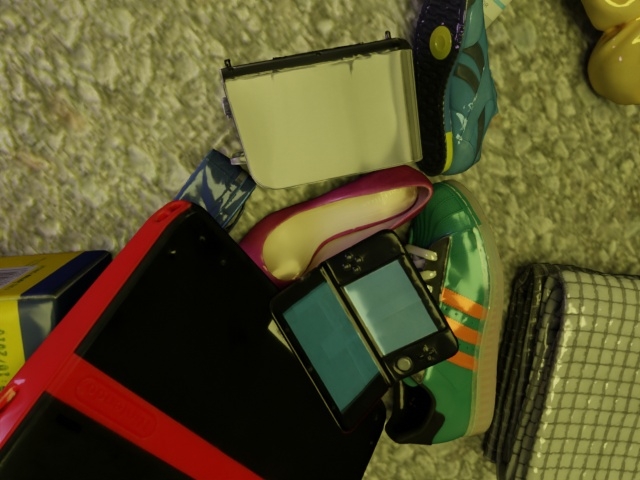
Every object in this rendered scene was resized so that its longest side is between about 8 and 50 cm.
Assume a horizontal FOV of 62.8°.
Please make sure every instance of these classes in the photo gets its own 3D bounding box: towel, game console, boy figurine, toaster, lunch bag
[{"bbox_3d":[0.334,0.176,0.626,0.235,0.121,0.283,8,96,-12],"label":"towel"},{"bbox_3d":[-0.100,0.210,0.460,0.386,0.060,0.342,52,55,-36],"label":"game console"},{"bbox_3d":[0.347,-0.293,0.563,0.177,0.092,0.285,-9,101,-8],"label":"boy figurine"},{"bbox_3d":[0.046,0.081,0.490,0.124,0.085,0.144,-29,95,16],"label":"game console"},{"bbox_3d":[0.002,-0.120,0.495,0.186,0.168,0.110,-13,104,-6],"label":"toaster"},{"bbox_3d":[-0.112,-0.037,0.537,0.065,0.067,0.098,37,93,-13],"label":"lunch bag"}]

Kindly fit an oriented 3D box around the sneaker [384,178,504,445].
[{"bbox_3d":[0.118,0.089,0.570,0.121,0.108,0.302,-10,102,-20],"label":"sneaker"}]

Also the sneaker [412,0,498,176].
[{"bbox_3d":[0.147,-0.170,0.546,0.082,0.069,0.209,-17,122,-24],"label":"sneaker"}]

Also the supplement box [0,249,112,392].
[{"bbox_3d":[-0.376,0.130,0.455,0.357,0.195,0.194,-4,100,-10],"label":"supplement box"}]

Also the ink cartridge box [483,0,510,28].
[{"bbox_3d":[0.188,-0.325,0.506,0.109,0.062,0.209,37,115,-13],"label":"ink cartridge box"}]

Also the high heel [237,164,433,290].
[{"bbox_3d":[0.000,0.000,0.537,0.244,0.117,0.082,-27,103,-5],"label":"high heel"}]
